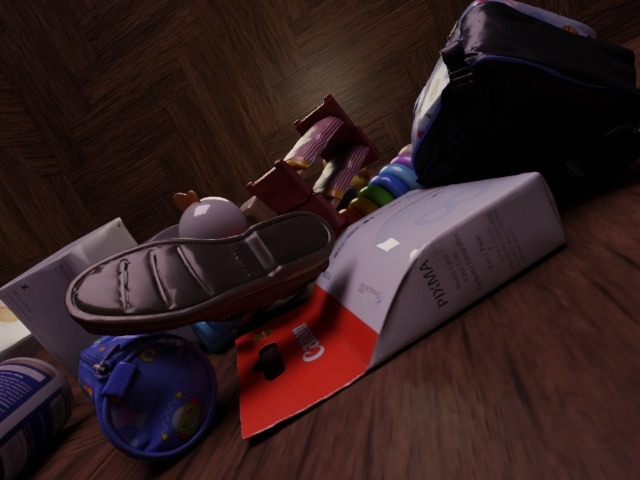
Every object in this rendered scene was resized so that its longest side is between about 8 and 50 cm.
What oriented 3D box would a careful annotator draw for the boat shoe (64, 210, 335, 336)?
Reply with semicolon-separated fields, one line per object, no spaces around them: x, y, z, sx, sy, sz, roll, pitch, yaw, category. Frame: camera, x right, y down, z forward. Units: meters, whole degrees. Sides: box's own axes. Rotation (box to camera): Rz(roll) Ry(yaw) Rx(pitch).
-0.123;0.058;0.494;0.307;0.111;0.104;-13;-36;-23;boat shoe

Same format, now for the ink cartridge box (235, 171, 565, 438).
0.047;0.046;0.535;0.385;0.091;0.308;-28;9;-9;ink cartridge box

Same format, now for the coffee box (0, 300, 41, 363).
-0.767;0.244;0.688;0.338;0.337;0.334;-57;7;9;coffee box

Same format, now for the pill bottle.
-0.484;0.286;0.562;0.153;0.153;0.265;-27;9;3;pill bottle

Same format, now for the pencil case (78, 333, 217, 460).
-0.236;0.176;0.523;0.306;0.133;0.119;-15;41;56;pencil case

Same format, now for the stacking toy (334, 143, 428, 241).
0.114;-0.058;0.821;0.330;0.141;0.141;-39;13;-22;stacking toy

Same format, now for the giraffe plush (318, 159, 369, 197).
0.102;-0.200;1.412;0.181;0.210;0.170;-5;8;-19;giraffe plush

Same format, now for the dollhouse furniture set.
-0.081;-0.093;0.827;0.374;0.152;0.201;-24;30;48;dollhouse furniture set

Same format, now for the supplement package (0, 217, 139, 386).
-0.402;0.125;0.776;0.145;0.262;0.204;-27;19;9;supplement package

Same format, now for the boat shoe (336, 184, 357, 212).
0.017;-0.021;0.878;0.073;0.080;0.223;32;83;39;boat shoe

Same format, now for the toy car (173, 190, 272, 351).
-0.163;0.016;0.694;0.219;0.238;0.210;-39;-10;-33;toy car

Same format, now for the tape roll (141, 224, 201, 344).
-0.243;0.083;0.754;0.072;0.219;0.219;-21;12;37;tape roll

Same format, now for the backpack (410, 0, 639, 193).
0.251;-0.178;0.580;0.263;0.276;0.213;116;169;-59;backpack
